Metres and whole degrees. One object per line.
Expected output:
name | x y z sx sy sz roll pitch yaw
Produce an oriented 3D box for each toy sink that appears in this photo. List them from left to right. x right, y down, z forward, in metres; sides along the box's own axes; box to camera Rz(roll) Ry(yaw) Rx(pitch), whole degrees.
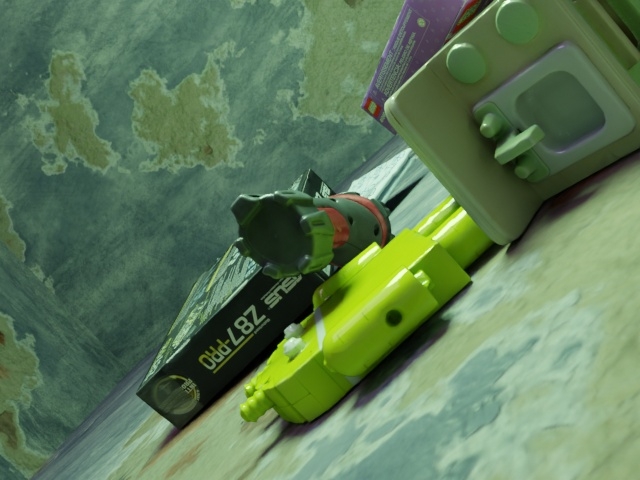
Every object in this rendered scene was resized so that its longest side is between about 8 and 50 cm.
toy sink | 0.187 -0.135 0.594 0.234 0.152 0.131 -46 6 -38

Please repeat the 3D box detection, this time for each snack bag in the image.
snack bag | 0.000 0.000 1.319 0.323 0.037 0.343 -53 12 -32

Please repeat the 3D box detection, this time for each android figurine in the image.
android figurine | 0.037 0.062 0.659 0.273 0.056 0.248 -41 5 3

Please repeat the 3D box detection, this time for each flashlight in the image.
flashlight | 0.007 -0.005 0.814 0.103 0.103 0.304 -6 2 16

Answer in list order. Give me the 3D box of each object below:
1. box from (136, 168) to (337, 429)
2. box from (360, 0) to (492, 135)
box | -0.110 0.067 1.154 0.318 0.097 0.395 -43 12 15
box | 0.174 -0.264 0.793 0.293 0.057 0.201 -44 -10 -30
